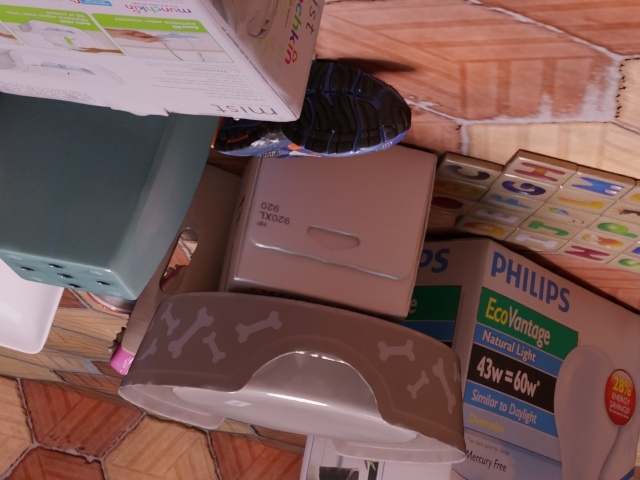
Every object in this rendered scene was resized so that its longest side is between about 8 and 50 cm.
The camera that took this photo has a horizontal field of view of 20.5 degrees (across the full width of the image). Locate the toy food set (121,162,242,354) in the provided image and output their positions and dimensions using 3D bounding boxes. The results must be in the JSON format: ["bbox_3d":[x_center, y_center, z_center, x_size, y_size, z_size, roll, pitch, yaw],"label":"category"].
[{"bbox_3d":[-0.096,0.064,1.996,0.092,0.219,0.306,16,170,29],"label":"toy food set"}]

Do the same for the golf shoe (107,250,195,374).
[{"bbox_3d":[-0.137,0.095,2.084,0.140,0.115,0.306,39,-151,5],"label":"golf shoe"}]

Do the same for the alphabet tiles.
[{"bbox_3d":[0.272,-0.021,1.772,0.343,0.011,0.285,14,166,-5],"label":"alphabet tiles"}]

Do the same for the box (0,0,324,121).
[{"bbox_3d":[-0.156,-0.187,1.258,0.262,0.126,0.231,7,165,21],"label":"box"}]

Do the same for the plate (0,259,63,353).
[{"bbox_3d":[-0.388,-0.009,1.816,0.278,0.045,0.277,19,139,-9],"label":"plate"}]

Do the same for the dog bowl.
[{"bbox_3d":[-0.020,0.137,1.757,0.349,0.102,0.349,10,166,3],"label":"dog bowl"}]

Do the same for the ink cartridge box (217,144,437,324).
[{"bbox_3d":[0.000,0.000,1.760,0.171,0.168,0.232,13,166,-7],"label":"ink cartridge box"}]

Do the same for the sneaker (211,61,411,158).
[{"bbox_3d":[-0.001,-0.110,1.559,0.087,0.083,0.221,8,179,-45],"label":"sneaker"}]

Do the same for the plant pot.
[{"bbox_3d":[-0.187,-0.081,1.476,0.166,0.234,0.165,11,166,8],"label":"plant pot"}]

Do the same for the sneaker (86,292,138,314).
[{"bbox_3d":[-0.261,-0.019,2.120,0.221,0.128,0.087,41,-164,31],"label":"sneaker"}]

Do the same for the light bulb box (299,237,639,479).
[{"bbox_3d":[0.182,0.216,2.040,0.225,0.361,0.358,-2,162,42],"label":"light bulb box"}]
